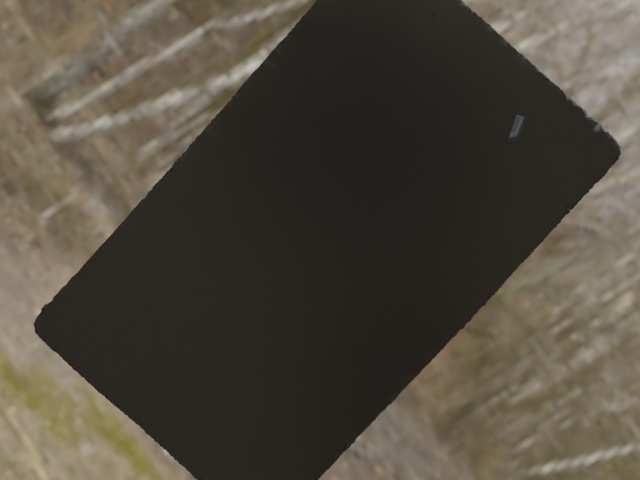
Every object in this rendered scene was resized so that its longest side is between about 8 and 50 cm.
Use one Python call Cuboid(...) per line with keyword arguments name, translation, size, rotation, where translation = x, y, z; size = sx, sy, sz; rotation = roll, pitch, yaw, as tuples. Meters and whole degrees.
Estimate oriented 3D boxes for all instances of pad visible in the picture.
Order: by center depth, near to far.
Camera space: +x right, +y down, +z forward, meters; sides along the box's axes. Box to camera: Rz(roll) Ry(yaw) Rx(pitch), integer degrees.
Cuboid(name="pad", translation=(0.000, 0.000, 0.824), size=(0.159, 0.265, 0.009), rotation=(43, 10, 2))
